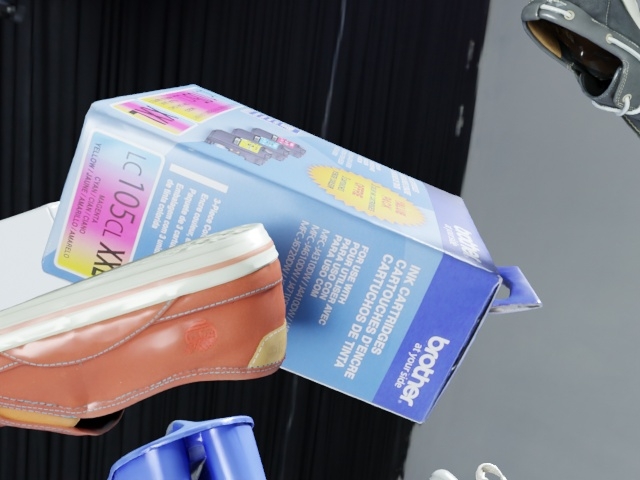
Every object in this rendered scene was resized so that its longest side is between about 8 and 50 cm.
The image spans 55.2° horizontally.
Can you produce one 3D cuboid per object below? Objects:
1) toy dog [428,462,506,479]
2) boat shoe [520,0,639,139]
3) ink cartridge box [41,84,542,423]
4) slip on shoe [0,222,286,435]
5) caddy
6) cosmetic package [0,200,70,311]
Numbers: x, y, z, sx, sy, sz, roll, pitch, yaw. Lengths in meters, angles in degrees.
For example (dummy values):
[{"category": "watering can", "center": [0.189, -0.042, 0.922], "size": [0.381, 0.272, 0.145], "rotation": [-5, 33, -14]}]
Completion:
[{"category": "toy dog", "center": [0.391, 0.723, 1.475], "size": [0.220, 0.161, 0.333], "rotation": [1, 32, -21]}, {"category": "boat shoe", "center": [0.270, -0.147, 0.557], "size": [0.233, 0.079, 0.084], "rotation": [41, -15, -20]}, {"category": "ink cartridge box", "center": [0.000, 0.000, 0.584], "size": [0.395, 0.151, 0.270], "rotation": [24, 18, -3]}, {"category": "slip on shoe", "center": [-0.174, 0.085, 0.400], "size": [0.331, 0.101, 0.123], "rotation": [-18, 7, 7]}, {"category": "caddy", "center": [-0.233, 0.402, 1.052], "size": [0.241, 0.179, 0.341], "rotation": [-9, -27, -29]}, {"category": "cosmetic package", "center": [-0.406, 0.013, 0.950], "size": [0.224, 0.138, 0.225], "rotation": [-14, 9, 21]}]
